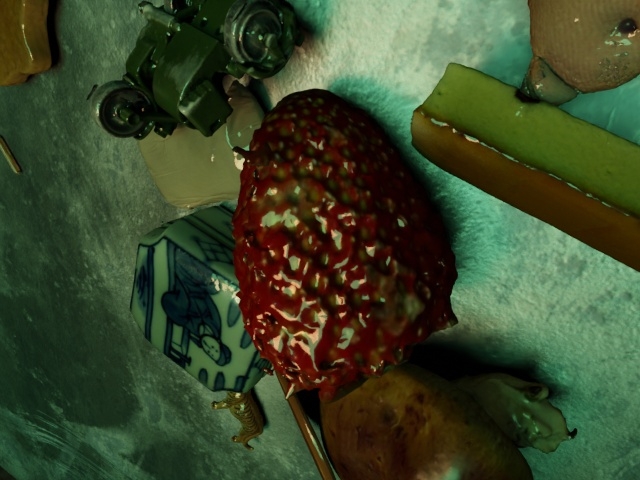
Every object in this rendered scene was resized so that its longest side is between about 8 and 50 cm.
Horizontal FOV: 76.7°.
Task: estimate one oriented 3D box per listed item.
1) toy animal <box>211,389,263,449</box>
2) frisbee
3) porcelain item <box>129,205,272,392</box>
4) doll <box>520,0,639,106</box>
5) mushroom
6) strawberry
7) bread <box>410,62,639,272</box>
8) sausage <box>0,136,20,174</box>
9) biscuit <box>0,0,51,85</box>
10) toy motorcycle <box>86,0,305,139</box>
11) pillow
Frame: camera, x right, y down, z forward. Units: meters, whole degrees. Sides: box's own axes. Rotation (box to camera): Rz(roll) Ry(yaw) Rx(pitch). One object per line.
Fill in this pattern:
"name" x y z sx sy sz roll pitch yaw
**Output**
"toy animal" -0.180 0.374 0.897 0.099 0.057 0.241 -9 108 31
"frisbee" -0.027 0.332 0.718 0.250 0.021 0.250 59 164 28
"porcelain item" -0.187 0.107 0.716 0.286 0.157 0.281 33 125 11
"doll" 0.322 -0.202 0.303 0.303 0.156 0.201 4 114 22
"mushroom" 0.173 0.306 0.610 0.345 0.260 0.345 37 150 26
"strawberry" 0.000 0.001 0.491 0.292 0.292 0.343 -18 107 33
"bread" 0.265 -0.051 0.406 0.361 0.138 0.077 31 94 11
"sausage" -0.729 -0.200 0.944 0.015 0.015 0.100 -15 104 33
"biscuit" -0.626 -0.478 0.729 0.385 0.062 0.365 23 124 17
"toy motorcycle" -0.155 -0.219 0.522 0.205 0.127 0.275 38 96 27
"pillow" -0.180 -0.142 0.648 0.270 0.067 0.173 -9 110 29
